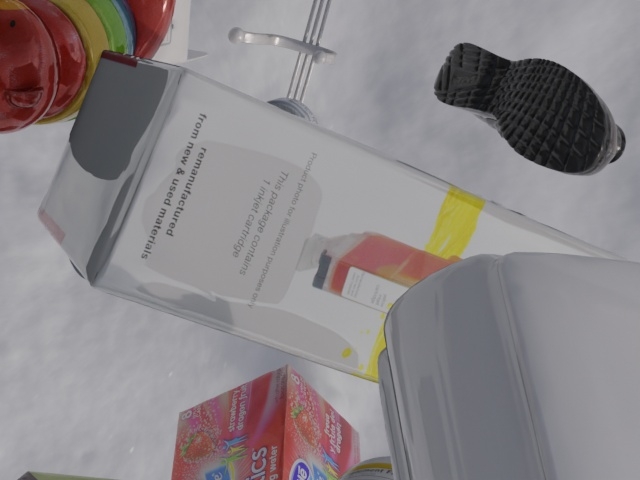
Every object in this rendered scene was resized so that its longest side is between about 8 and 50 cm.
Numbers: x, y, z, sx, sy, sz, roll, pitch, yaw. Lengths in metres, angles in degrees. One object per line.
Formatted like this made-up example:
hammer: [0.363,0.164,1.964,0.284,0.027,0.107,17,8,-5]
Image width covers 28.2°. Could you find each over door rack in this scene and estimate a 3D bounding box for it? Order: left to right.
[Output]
over door rack: [-0.136,-0.281,1.656,0.324,0.108,0.239,19,106,10]

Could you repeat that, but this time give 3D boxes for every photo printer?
photo printer: [0.160,0.164,0.457,0.256,0.107,0.307,8,58,-29]

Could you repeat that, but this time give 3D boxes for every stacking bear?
stacking bear: [-0.265,-0.183,1.197,0.175,0.289,0.164,15,112,5]

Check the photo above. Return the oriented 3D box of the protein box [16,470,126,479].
protein box: [-0.304,0.416,1.601,0.200,0.136,0.201,3,102,13]

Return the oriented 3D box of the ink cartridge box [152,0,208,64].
ink cartridge box: [-0.293,-0.274,1.537,0.207,0.353,0.119,12,108,20]

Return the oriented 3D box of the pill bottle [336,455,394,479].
pill bottle: [0.032,0.188,0.729,0.103,0.184,0.103,12,115,26]

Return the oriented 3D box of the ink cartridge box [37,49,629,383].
ink cartridge box: [0.000,0.000,1.005,0.384,0.279,0.160,22,91,-23]

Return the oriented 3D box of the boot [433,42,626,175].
boot: [0.314,-0.149,1.607,0.222,0.338,0.118,20,106,-33]

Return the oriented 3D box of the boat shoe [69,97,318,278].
boat shoe: [-0.125,-0.046,1.337,0.302,0.094,0.109,-29,86,12]

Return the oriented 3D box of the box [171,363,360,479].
box: [-0.058,0.296,1.272,0.154,0.300,0.142,-26,127,23]
